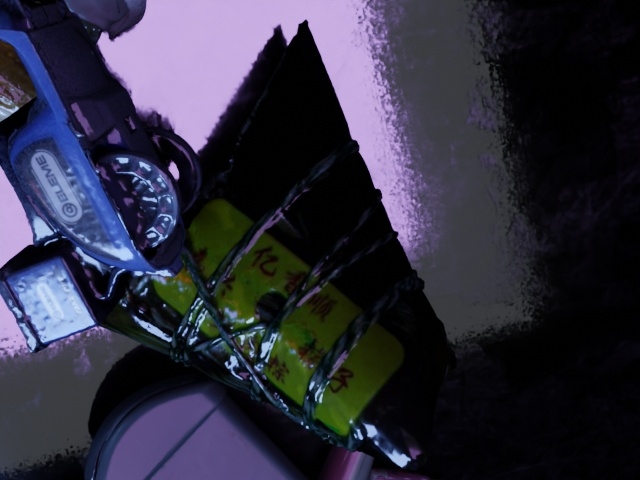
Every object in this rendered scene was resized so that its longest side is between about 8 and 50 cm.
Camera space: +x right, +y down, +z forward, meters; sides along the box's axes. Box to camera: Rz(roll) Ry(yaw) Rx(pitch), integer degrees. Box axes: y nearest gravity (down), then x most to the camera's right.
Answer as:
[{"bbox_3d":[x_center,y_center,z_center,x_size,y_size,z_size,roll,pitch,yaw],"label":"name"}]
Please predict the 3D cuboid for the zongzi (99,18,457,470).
[{"bbox_3d":[0.000,0.000,0.904,0.383,0.319,0.362,28,96,2],"label":"zongzi"}]

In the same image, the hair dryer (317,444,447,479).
[{"bbox_3d":[0.078,0.260,1.064,0.154,0.054,0.106,24,91,-26],"label":"hair dryer"}]

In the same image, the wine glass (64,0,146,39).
[{"bbox_3d":[-0.151,-0.295,0.821,0.196,0.165,0.165,-39,107,-21],"label":"wine glass"}]

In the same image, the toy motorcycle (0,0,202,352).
[{"bbox_3d":[-0.242,-0.097,0.777,0.213,0.125,0.358,-21,105,14],"label":"toy motorcycle"}]

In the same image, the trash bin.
[{"bbox_3d":[-0.123,0.252,0.964,0.176,0.101,0.236,-46,100,-13],"label":"trash bin"}]

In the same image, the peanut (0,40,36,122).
[{"bbox_3d":[-0.262,-0.124,0.885,0.207,0.087,0.087,33,93,-15],"label":"peanut"}]

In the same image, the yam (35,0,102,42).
[{"bbox_3d":[-0.265,-0.225,0.881,0.132,0.054,0.054,13,98,-15],"label":"yam"}]
